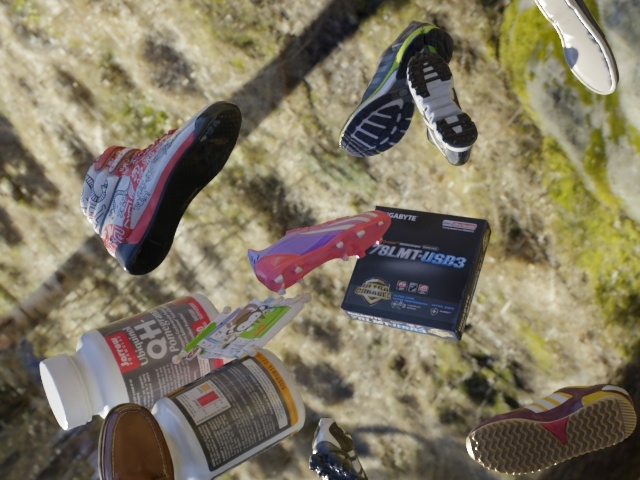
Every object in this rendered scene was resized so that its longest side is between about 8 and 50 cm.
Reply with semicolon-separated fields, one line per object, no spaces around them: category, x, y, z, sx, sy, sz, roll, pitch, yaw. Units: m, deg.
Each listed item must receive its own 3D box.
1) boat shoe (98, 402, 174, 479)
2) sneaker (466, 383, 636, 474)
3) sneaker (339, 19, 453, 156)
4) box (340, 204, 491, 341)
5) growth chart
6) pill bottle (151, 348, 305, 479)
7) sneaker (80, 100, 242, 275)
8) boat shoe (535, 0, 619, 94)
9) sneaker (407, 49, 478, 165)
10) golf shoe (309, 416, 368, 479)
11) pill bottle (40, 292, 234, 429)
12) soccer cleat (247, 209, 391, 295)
boat shoe;-0.250;0.382;1.363;0.104;0.111;0.307;144;117;-65
sneaker;0.255;0.207;1.055;0.084;0.186;0.069;-41;-64;-76
sneaker;0.137;-0.288;1.801;0.111;0.300;0.121;30;-158;-24
box;0.231;0.071;2.265;0.296;0.293;0.073;10;158;26
growth chart;-0.130;0.146;1.592;0.237;0.172;0.021;-11;119;47
pill bottle;-0.177;0.303;1.555;0.162;0.279;0.162;43;146;38
sneaker;-0.216;-0.098;1.213;0.145;0.090;0.270;46;116;26
boat shoe;0.384;-0.311;1.374;0.206;0.065;0.075;55;150;-13
sneaker;0.204;-0.221;1.628;0.106;0.078;0.234;80;172;-57
golf shoe;0.035;0.348;1.524;0.077;0.093;0.198;-6;148;9
pill bottle;-0.335;0.225;1.725;0.176;0.319;0.176;40;140;44
soccer cleat;0.000;0.000;1.559;0.095;0.248;0.083;52;161;31
